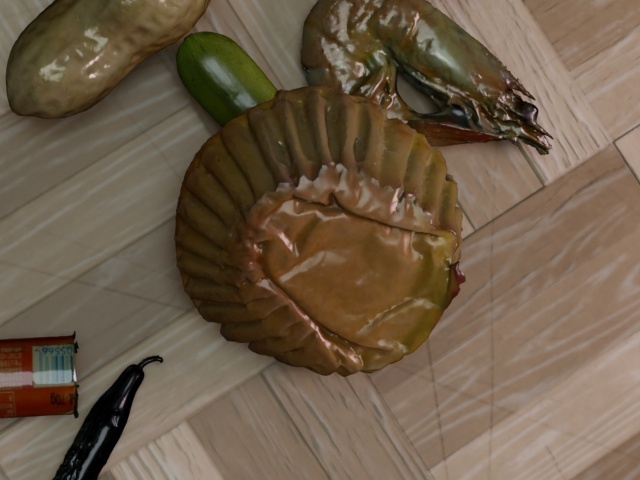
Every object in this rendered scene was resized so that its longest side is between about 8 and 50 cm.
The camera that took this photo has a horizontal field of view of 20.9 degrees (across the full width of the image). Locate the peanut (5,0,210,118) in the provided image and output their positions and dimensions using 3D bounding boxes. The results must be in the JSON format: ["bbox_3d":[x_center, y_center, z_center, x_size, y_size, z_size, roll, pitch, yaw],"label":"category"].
[{"bbox_3d":[-0.196,-0.200,1.591,0.236,0.120,0.110,-43,129,-16],"label":"peanut"}]

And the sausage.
[{"bbox_3d":[-0.349,0.127,1.562,0.264,0.083,0.083,-2,85,-7],"label":"sausage"}]

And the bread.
[{"bbox_3d":[0.000,0.000,1.559,0.274,0.149,0.274,-1,106,-2],"label":"bread"}]

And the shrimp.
[{"bbox_3d":[0.103,-0.147,1.662,0.267,0.061,0.145,28,90,-8],"label":"shrimp"}]

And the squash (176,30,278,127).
[{"bbox_3d":[-0.058,-0.117,1.632,0.201,0.066,0.066,45,80,-8],"label":"squash"}]

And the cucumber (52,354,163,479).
[{"bbox_3d":[-0.198,0.172,1.597,0.043,0.039,0.163,30,82,-26],"label":"cucumber"}]
